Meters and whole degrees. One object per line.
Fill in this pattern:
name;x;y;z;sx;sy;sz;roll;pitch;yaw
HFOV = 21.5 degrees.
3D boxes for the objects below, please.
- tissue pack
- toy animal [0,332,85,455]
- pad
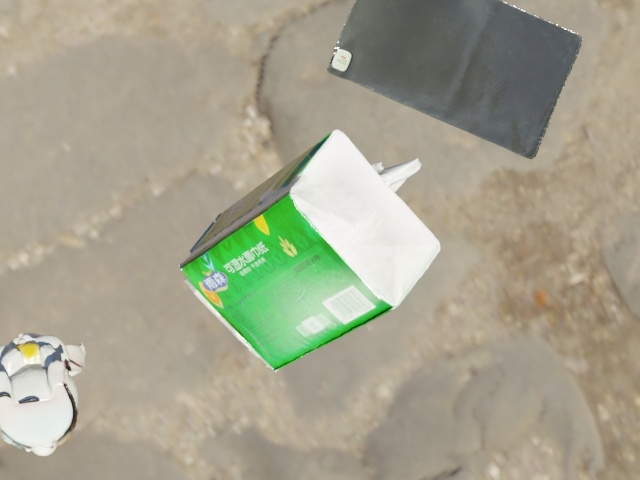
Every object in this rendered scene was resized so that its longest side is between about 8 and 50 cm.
tissue pack;-0.001;-0.001;1.578;0.209;0.148;0.156;-33;16;52
toy animal;-0.217;0.106;1.286;0.071;0.085;0.124;-26;31;-1
pad;0.113;-0.156;1.410;0.193;0.004;0.116;22;87;-4
